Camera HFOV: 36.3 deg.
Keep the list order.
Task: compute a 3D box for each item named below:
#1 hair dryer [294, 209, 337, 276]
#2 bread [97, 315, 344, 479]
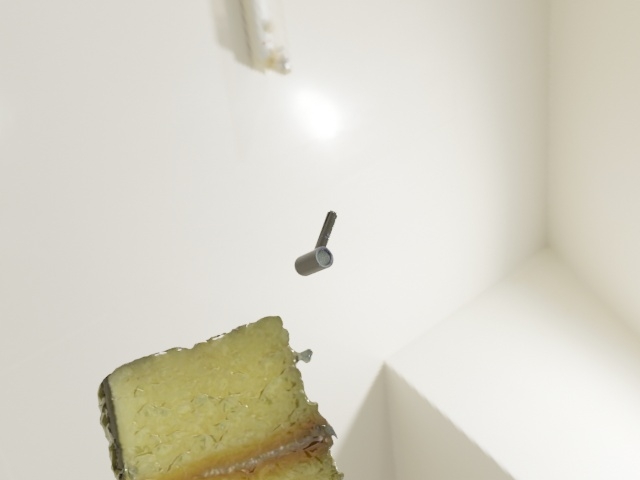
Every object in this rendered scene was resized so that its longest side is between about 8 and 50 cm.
[{"bbox_3d":[0.000,0.000,1.121,0.026,0.083,0.047,33,-32,-25],"label":"hair dryer"},{"bbox_3d":[-0.075,0.207,0.790,0.142,0.178,0.266,102,-26,-42],"label":"bread"}]
